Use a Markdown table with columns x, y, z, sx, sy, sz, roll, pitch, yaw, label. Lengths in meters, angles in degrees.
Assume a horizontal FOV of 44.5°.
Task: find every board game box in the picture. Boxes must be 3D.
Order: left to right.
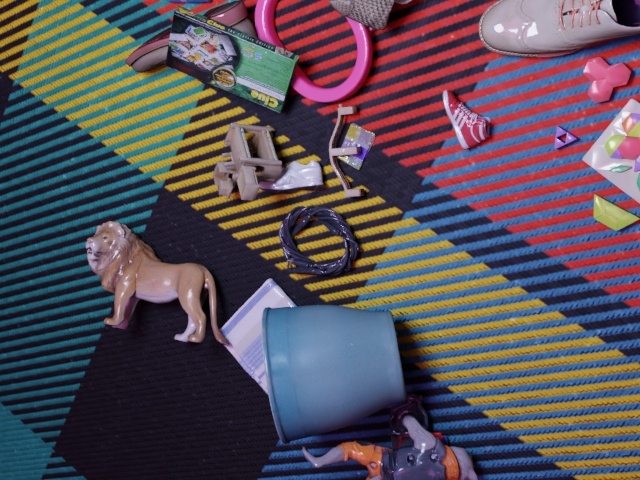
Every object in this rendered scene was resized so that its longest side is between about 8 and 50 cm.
| x | y | z | sx | sy | sz | roll | pitch | yaw | label |
| --- | --- | --- | --- | --- | --- | --- | --- | --- | --- |
| -0.181 | -0.363 | 1.579 | 0.259 | 0.030 | 0.136 | 23 | 132 | -1 | board game box |

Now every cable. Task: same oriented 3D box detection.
| x | y | z | sx | sy | sz | roll | pitch | yaw | label |
| --- | --- | --- | --- | --- | --- | --- | --- | --- | --- |
| 0.000 | 0.000 | 1.655 | 0.184 | 0.047 | 0.151 | 1 | 95 | 29 | cable |

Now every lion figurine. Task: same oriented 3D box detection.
| x | y | z | sx | sy | sz | roll | pitch | yaw | label |
| --- | --- | --- | --- | --- | --- | --- | --- | --- | --- |
| -0.370 | 0.099 | 1.811 | 0.391 | 0.142 | 0.240 | 11 | 78 | 10 | lion figurine |

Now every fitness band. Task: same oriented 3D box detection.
| x | y | z | sx | sy | sz | roll | pitch | yaw | label |
| --- | --- | --- | --- | --- | --- | --- | --- | --- | --- |
| -0.012 | -0.415 | 1.574 | 0.209 | 0.054 | 0.291 | -40 | 80 | 27 | fitness band |

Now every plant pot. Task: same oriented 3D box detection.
| x | y | z | sx | sy | sz | roll | pitch | yaw | label |
| --- | --- | --- | --- | --- | --- | --- | --- | --- | --- |
| 0.034 | 0.247 | 1.558 | 0.255 | 0.271 | 0.272 | -10 | 96 | 3 | plant pot |

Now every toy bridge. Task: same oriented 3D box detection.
| x | y | z | sx | sy | sz | roll | pitch | yaw | label |
| --- | --- | --- | --- | --- | --- | --- | --- | --- | --- |
| 0.050 | -0.182 | 1.590 | 0.063 | 0.026 | 0.188 | -2 | 99 | 28 | toy bridge |

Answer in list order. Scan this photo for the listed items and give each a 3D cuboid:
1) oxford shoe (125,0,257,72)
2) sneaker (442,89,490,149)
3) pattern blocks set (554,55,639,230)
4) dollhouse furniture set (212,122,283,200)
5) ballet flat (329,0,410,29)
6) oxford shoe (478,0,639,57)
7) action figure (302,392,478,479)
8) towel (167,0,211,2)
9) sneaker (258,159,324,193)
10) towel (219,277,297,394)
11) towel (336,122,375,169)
| x | y | z | sx | sy | sz | roll | pitch | yaw | label |
| --- | --- | --- | --- | --- | --- | --- | --- | --- | --- |
| -0.280 | -0.397 | 1.675 | 0.348 | 0.123 | 0.130 | -7 | 122 | 39 | oxford shoe |
| 0.277 | -0.237 | 1.470 | 0.067 | 0.042 | 0.119 | -21 | 98 | 32 | sneaker |
| 0.568 | -0.148 | 1.353 | 0.324 | 0.026 | 0.286 | 26 | 110 | 20 | pattern blocks set |
| -0.146 | -0.122 | 1.642 | 0.161 | 0.101 | 0.182 | 119 | 145 | -43 | dollhouse furniture set |
| 0.204 | -0.583 | 1.384 | 0.182 | 0.164 | 0.483 | 27 | 119 | -21 | ballet flat |
| 0.447 | -0.393 | 1.298 | 0.396 | 0.146 | 0.141 | -7 | 97 | 27 | oxford shoe |
| 0.159 | 0.505 | 1.572 | 0.330 | 0.178 | 0.342 | -15 | 100 | -2 | action figure |
| -0.288 | -0.550 | 1.698 | 0.119 | 0.029 | 0.067 | 8 | 104 | 24 | towel |
| -0.062 | -0.133 | 1.658 | 0.152 | 0.053 | 0.061 | -6 | 81 | 25 | sneaker |
| -0.083 | 0.247 | 1.744 | 0.285 | 0.034 | 0.209 | 47 | 113 | 9 | towel |
| 0.072 | -0.193 | 1.598 | 0.060 | 0.009 | 0.083 | 32 | 112 | 17 | towel |
